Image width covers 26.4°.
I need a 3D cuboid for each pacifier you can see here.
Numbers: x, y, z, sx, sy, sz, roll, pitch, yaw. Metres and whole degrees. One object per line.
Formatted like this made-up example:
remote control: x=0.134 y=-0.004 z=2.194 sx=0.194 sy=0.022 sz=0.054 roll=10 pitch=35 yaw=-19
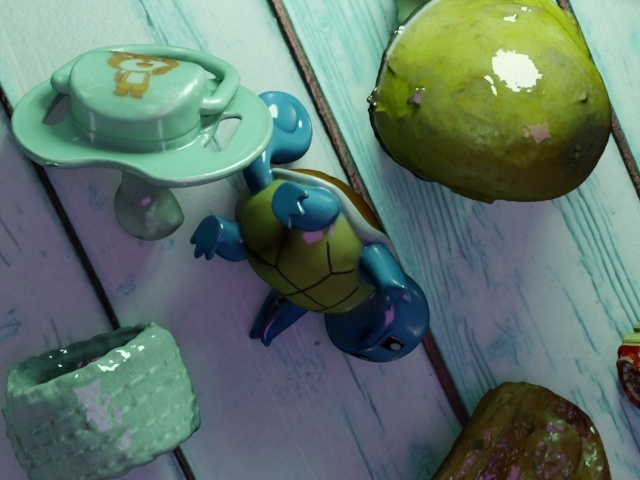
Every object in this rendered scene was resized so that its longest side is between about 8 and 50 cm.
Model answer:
pacifier: x=-0.228 y=-0.124 z=1.806 sx=0.343 sy=0.288 sz=0.269 roll=14 pitch=132 yaw=12

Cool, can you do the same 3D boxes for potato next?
potato: x=0.279 y=-0.167 z=1.787 sx=0.397 sy=0.296 sz=0.290 roll=-7 pitch=116 yaw=-44

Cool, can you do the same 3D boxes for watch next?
watch: x=0.573 y=0.164 z=2.062 sx=0.268 sy=0.102 sz=0.165 roll=-32 pitch=99 yaw=-17

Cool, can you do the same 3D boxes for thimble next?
thimble: x=-0.292 y=0.215 z=1.799 sx=0.250 sy=0.205 sz=0.172 roll=-22 pitch=98 yaw=-16

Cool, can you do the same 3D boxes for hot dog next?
hot dog: x=0.258 y=0.394 z=1.954 sx=0.267 sy=0.174 sz=0.388 roll=32 pitch=86 yaw=-15

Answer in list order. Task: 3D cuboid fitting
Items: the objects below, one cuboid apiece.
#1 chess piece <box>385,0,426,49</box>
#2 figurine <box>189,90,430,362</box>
chess piece: x=0.147 y=-0.268 z=1.911 sx=0.144 sy=0.144 sz=0.251 roll=9 pitch=98 yaw=-13
figurine: x=-0.021 y=0.008 z=1.859 sx=0.298 sy=0.243 sz=0.416 roll=-26 pitch=99 yaw=34
